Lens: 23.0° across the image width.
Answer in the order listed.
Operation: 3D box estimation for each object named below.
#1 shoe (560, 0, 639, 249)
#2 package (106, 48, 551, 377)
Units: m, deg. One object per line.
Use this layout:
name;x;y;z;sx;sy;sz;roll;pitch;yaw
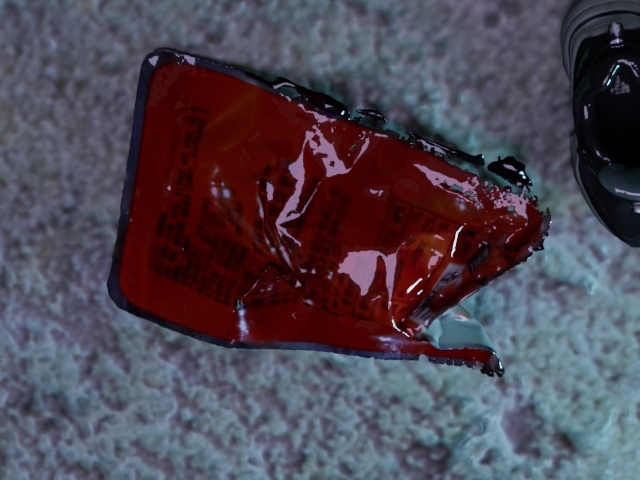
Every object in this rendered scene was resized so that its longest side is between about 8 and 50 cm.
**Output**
shoe;0.178;-0.052;0.905;0.071;0.099;0.169;-9;123;11
package;0.000;0.000;0.985;0.269;0.071;0.194;16;110;1
